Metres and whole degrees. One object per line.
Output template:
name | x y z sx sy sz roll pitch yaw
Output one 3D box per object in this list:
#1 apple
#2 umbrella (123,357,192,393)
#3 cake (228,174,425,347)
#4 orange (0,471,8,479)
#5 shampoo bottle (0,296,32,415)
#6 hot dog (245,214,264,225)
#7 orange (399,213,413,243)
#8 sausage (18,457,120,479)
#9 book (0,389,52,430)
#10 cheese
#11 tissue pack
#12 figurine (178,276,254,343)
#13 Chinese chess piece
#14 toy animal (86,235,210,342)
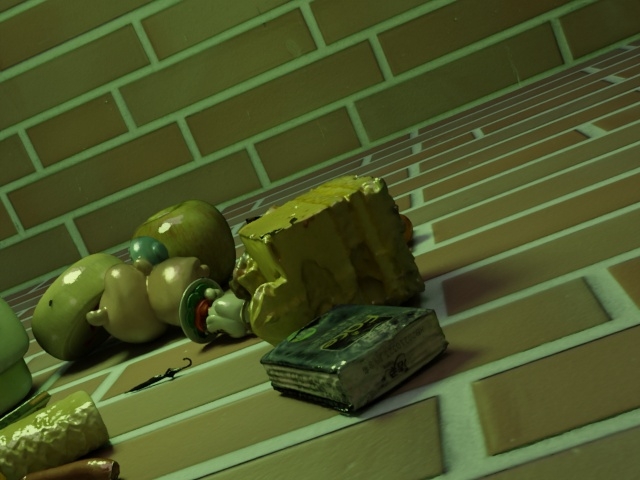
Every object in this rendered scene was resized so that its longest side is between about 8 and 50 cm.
apple | -0.336 0.030 2.155 0.257 0.233 0.257 -21 13 5
umbrella | -0.293 0.251 1.573 0.149 0.022 0.022 -30 13 15
cake | -0.010 0.045 1.430 0.286 0.222 0.227 -26 10 -13
orange | -0.489 0.358 1.161 0.157 0.134 0.156 -12 3 1
shampoo bottle | -0.791 0.242 1.848 0.323 0.317 0.322 -20 13 5
hot dog | -0.099 -0.024 2.290 0.194 0.107 0.326 -12 3 8
orange | 0.153 -0.017 1.800 0.083 0.070 0.083 -30 0 0
sausage | -0.355 0.336 1.223 0.177 0.040 0.047 -18 11 21
book | -0.575 0.359 1.397 0.289 0.026 0.201 -35 -10 -45
cheese | -0.420 0.308 1.346 0.167 0.093 0.123 -27 10 -21
tissue pack | 0.039 0.153 1.198 0.173 0.073 0.236 -30 12 -26
figurine | -0.175 0.135 1.648 0.154 0.132 0.132 0 23 37
Chinese chess piece | -0.537 0.154 1.996 0.273 0.102 0.273 -48 -14 -16
toy animal | -0.349 0.126 1.886 0.221 0.229 0.210 23 -5 18
